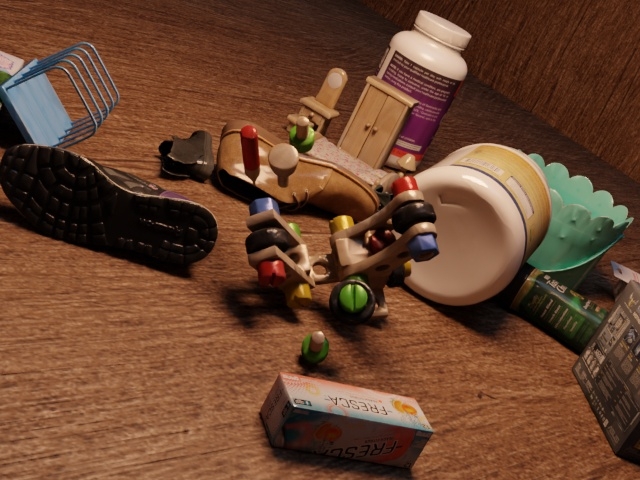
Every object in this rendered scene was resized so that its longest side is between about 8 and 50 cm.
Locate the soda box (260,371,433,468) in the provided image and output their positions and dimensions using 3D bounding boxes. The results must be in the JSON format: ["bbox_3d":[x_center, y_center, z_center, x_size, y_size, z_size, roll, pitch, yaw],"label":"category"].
[{"bbox_3d":[0.030,0.200,1.060,0.183,0.058,0.063,15,24,-26],"label":"soda box"}]

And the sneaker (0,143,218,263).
[{"bbox_3d":[-0.280,-0.048,1.252,0.283,0.107,0.124,23,7,-20],"label":"sneaker"}]

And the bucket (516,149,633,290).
[{"bbox_3d":[0.458,-0.037,1.927,0.281,0.183,0.281,22,21,-9],"label":"bucket"}]

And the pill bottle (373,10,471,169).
[{"bbox_3d":[0.201,-0.328,2.100,0.182,0.322,0.181,23,22,-10],"label":"pill bottle"}]

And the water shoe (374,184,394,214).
[{"bbox_3d":[0.172,-0.045,1.753,0.203,0.080,0.073,12,26,-33],"label":"water shoe"}]

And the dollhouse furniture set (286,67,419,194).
[{"bbox_3d":[0.042,-0.223,1.884,0.303,0.173,0.355,32,22,15],"label":"dollhouse furniture set"}]

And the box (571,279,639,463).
[{"bbox_3d":[0.473,0.190,1.425,0.059,0.183,0.232,22,21,-12],"label":"box"}]

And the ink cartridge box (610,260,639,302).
[{"bbox_3d":[0.665,0.120,1.969,0.181,0.061,0.104,28,21,3],"label":"ink cartridge box"}]

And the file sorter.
[{"bbox_3d":[-0.374,-0.209,1.398,0.170,0.105,0.118,-88,155,-66],"label":"file sorter"}]

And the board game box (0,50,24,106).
[{"bbox_3d":[-0.597,-0.238,1.328,0.319,0.065,0.318,20,22,-18],"label":"board game box"}]

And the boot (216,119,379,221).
[{"bbox_3d":[-0.040,-0.084,1.622,0.305,0.112,0.115,23,51,-20],"label":"boot"}]

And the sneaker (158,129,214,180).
[{"bbox_3d":[-0.224,-0.149,1.574,0.089,0.051,0.170,22,25,-25],"label":"sneaker"}]

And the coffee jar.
[{"bbox_3d":[0.400,0.112,1.661,0.184,0.079,0.096,32,22,15],"label":"coffee jar"}]

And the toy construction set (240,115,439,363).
[{"bbox_3d":[0.000,0.000,1.327,0.308,0.257,0.237,52,-16,17],"label":"toy construction set"}]

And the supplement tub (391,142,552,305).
[{"bbox_3d":[0.261,-0.039,1.616,0.228,0.228,0.316,32,26,14],"label":"supplement tub"}]
